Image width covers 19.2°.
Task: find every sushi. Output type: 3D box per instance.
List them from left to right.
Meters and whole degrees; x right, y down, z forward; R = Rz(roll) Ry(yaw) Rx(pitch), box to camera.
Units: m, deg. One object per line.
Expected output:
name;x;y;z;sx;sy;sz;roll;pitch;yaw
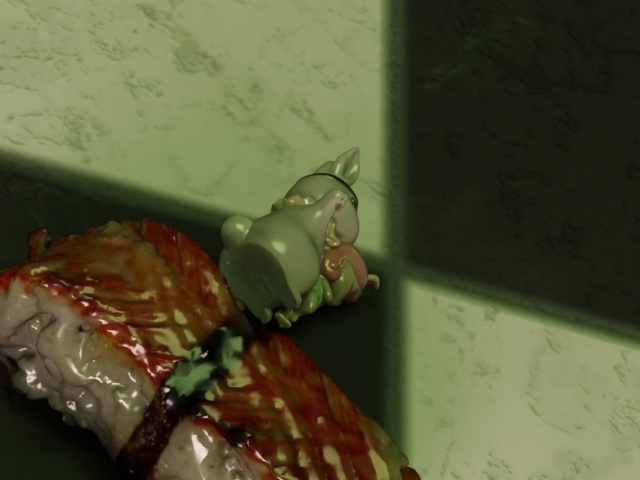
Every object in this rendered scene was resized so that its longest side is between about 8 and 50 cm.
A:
sushi;-0.081;0.101;1.168;0.332;0.130;0.124;45;41;8

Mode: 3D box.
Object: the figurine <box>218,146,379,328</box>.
figurine;-0.007;0.004;1.336;0.146;0.081;0.098;-36;116;-48
